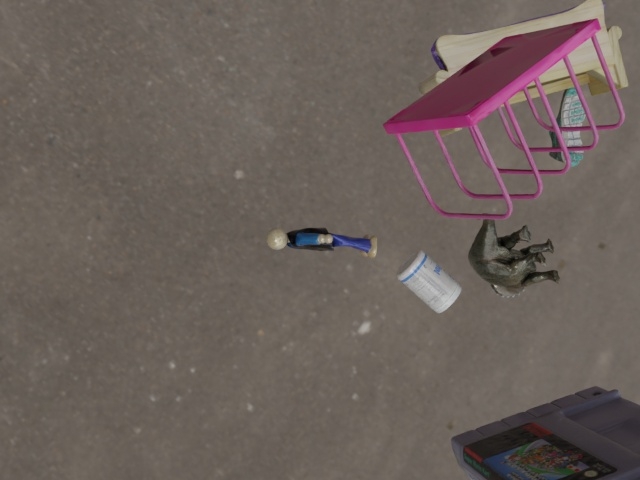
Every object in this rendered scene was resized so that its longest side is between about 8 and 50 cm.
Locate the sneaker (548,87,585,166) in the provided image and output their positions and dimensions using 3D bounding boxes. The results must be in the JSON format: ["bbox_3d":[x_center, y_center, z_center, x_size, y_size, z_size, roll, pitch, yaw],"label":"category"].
[{"bbox_3d":[0.511,-0.241,1.979,0.065,0.076,0.166,-3,102,-29],"label":"sneaker"}]

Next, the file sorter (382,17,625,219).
[{"bbox_3d":[0.290,-0.178,1.433,0.291,0.202,0.182,-37,111,-24],"label":"file sorter"}]

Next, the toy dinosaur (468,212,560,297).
[{"bbox_3d":[0.359,0.043,1.822,0.160,0.121,0.313,-23,154,29],"label":"toy dinosaur"}]

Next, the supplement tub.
[{"bbox_3d":[0.201,0.076,1.746,0.071,0.107,0.071,-48,-172,9],"label":"supplement tub"}]

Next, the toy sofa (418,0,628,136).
[{"bbox_3d":[0.376,-0.325,1.782,0.362,0.150,0.177,-16,93,-5],"label":"toy sofa"}]

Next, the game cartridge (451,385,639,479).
[{"bbox_3d":[0.307,0.253,1.079,0.230,0.355,0.068,-13,95,-11],"label":"game cartridge"}]

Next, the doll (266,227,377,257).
[{"bbox_3d":[0.000,0.000,1.613,0.189,0.129,0.046,5,91,-16],"label":"doll"}]
